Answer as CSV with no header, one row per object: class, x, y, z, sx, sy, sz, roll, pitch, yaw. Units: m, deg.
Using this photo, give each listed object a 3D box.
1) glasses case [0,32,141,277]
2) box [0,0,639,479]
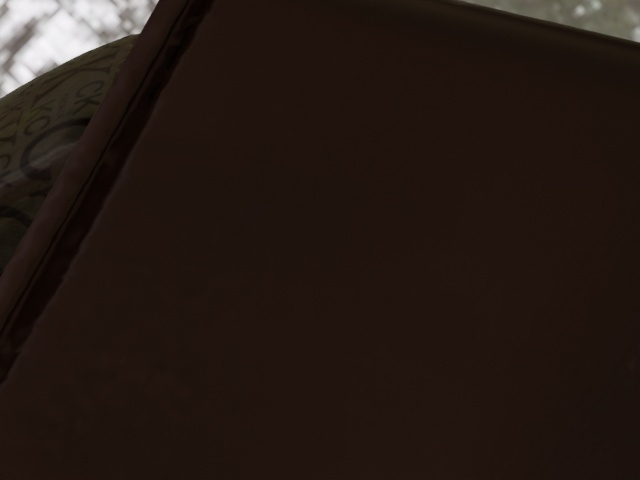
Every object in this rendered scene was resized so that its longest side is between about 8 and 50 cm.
glasses case,-0.195,0.028,0.855,0.354,0.085,0.137,-34,-159,18
box,0.025,0.101,0.614,0.229,0.239,0.339,13,-119,22
